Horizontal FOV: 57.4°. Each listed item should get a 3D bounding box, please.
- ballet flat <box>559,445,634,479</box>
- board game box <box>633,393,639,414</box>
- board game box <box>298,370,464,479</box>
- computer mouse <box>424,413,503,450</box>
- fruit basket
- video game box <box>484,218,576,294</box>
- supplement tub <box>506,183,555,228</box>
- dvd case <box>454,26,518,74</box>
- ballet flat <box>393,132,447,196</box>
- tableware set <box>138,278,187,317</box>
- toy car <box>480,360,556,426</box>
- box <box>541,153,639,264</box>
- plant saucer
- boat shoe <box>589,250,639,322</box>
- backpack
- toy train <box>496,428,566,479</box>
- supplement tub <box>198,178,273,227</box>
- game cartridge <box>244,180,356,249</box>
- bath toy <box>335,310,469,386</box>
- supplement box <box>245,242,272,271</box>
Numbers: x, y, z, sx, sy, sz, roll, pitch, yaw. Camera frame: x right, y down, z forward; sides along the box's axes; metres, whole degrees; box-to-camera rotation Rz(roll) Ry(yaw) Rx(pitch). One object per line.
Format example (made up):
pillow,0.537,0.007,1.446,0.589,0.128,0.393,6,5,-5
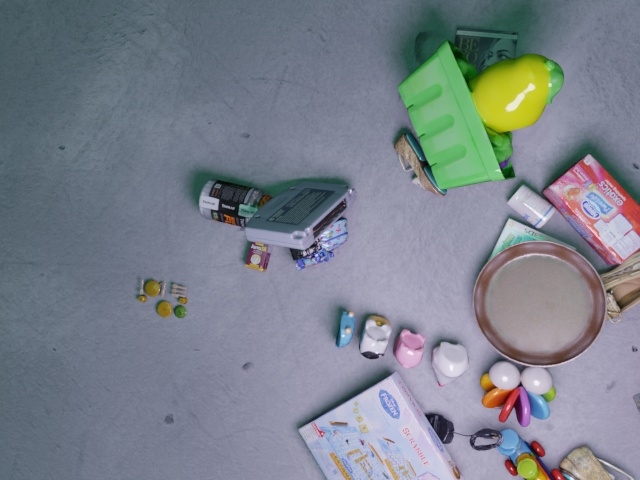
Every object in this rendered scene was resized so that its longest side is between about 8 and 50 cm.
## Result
ballet flat,0.748,0.643,1.425,0.348,0.123,0.123,42,94,10
board game box,0.826,0.432,1.324,0.144,0.275,0.142,-28,81,22
board game box,0.151,0.553,1.521,0.318,0.066,0.319,-35,81,23
computer mouse,0.352,0.494,1.497,0.242,0.041,0.071,-2,64,40
fruit basket,0.417,-0.329,1.444,0.391,0.283,0.392,3,97,25
video game box,0.534,0.071,1.532,0.187,0.048,0.205,25,91,14
supplement tub,0.550,-0.089,1.527,0.107,0.071,0.071,40,94,11
dvd case,0.440,-0.468,1.600,0.164,0.018,0.221,9,88,11
ballet flat,0.268,-0.196,1.598,0.067,0.073,0.206,-37,77,34
tableware set,-0.463,0.173,1.724,0.154,0.024,0.104,8,91,10
toy car,0.488,0.391,1.448,0.181,0.159,0.136,6,48,10
box,0.699,-0.075,1.471,0.128,0.122,0.257,-41,80,5
plant saucer,0.539,0.156,1.452,0.310,0.050,0.311,-5,77,22
boat shoe,0.738,0.129,1.451,0.285,0.089,0.104,-40,111,5
backpack,0.000,0.000,1.587,0.173,0.158,0.117,-19,91,-3
toy train,0.518,0.571,1.390,0.105,0.248,0.143,-39,124,6
supplement tub,-0.236,-0.100,1.650,0.190,0.117,0.117,13,89,12
game cartridge,-0.055,-0.072,1.531,0.198,0.297,0.062,5,121,32
bath toy,0.212,0.287,1.539,0.348,0.151,0.129,18,127,8
supplement box,-0.175,0.043,1.667,0.054,0.043,0.083,13,88,13
